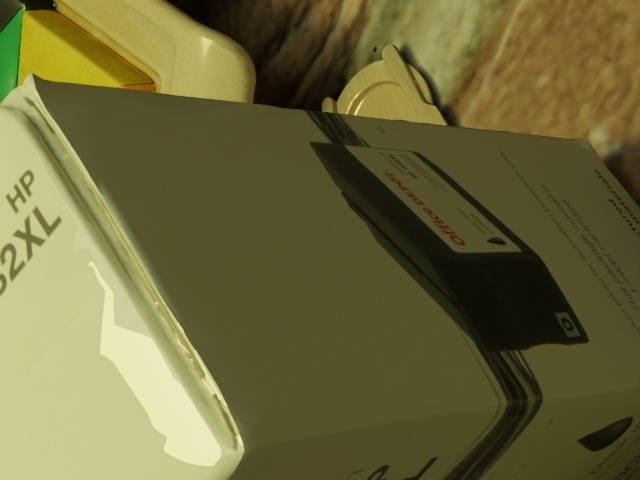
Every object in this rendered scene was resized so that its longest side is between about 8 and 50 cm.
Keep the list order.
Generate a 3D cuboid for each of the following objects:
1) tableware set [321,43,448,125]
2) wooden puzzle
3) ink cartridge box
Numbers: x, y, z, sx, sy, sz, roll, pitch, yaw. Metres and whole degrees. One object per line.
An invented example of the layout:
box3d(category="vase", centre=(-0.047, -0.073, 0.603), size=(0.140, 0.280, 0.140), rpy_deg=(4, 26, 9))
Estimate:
box3d(category="tableware set", centre=(0.000, 0.000, 0.802), size=(0.168, 0.020, 0.141), rpy_deg=(-31, 61, 37))
box3d(category="wooden puzzle", centre=(-0.130, -0.037, 0.880), size=(0.238, 0.044, 0.221), rpy_deg=(34, 124, 42))
box3d(category="ink cartridge box", centre=(-0.022, 0.075, 0.594), size=(0.223, 0.307, 0.129), rpy_deg=(-48, 63, 27))
